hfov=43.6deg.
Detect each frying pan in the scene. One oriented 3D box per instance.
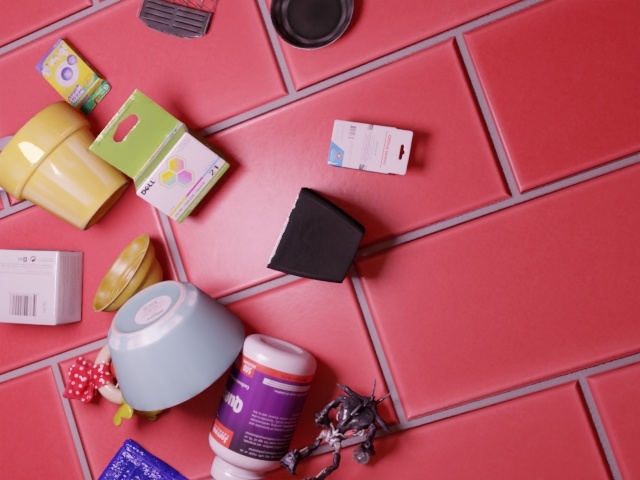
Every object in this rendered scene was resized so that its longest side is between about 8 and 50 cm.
[{"bbox_3d":[0.001,-0.595,1.841,0.197,0.053,0.326,18,92,13],"label":"frying pan"}]

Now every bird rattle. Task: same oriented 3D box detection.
[{"bbox_3d":[-0.482,0.329,1.933,0.254,0.143,0.206,27,84,25],"label":"bird rattle"}]

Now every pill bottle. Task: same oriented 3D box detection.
[{"bbox_3d":[-0.138,0.385,1.792,0.182,0.181,0.322,19,93,13],"label":"pill bottle"}]

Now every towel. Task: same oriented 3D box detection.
[{"bbox_3d":[-0.399,0.635,1.870,0.308,0.076,0.227,31,72,11],"label":"towel"}]

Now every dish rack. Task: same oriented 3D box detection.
[{"bbox_3d":[-0.333,-0.626,1.911,0.208,0.074,0.271,18,94,14],"label":"dish rack"}]

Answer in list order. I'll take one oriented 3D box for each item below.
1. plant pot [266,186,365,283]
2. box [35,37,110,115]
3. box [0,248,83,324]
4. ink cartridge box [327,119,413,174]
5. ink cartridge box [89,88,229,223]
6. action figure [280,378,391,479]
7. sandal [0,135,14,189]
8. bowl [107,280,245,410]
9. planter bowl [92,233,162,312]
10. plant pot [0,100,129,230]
[{"bbox_3d":[0.000,0.000,1.775,0.167,0.188,0.187,24,95,0],"label":"plant pot"},{"bbox_3d":[-0.614,-0.405,1.992,0.179,0.043,0.105,44,99,9],"label":"box"},{"bbox_3d":[-0.692,0.112,1.963,0.181,0.119,0.181,1,89,14],"label":"box"},{"bbox_3d":[0.116,-0.206,1.802,0.180,0.060,0.104,11,91,14],"label":"ink cartridge box"},{"bbox_3d":[-0.369,-0.190,1.832,0.255,0.097,0.188,36,99,-29],"label":"ink cartridge box"},{"bbox_3d":[0.044,0.431,1.776,0.276,0.141,0.164,-41,70,-17],"label":"action figure"},{"bbox_3d":[-0.820,-0.142,2.019,0.102,0.076,0.265,26,84,36],"label":"sandal"},{"bbox_3d":[-0.341,0.205,1.758,0.312,0.311,0.163,-22,119,12],"label":"bowl"},{"bbox_3d":[-0.437,0.098,1.892,0.090,0.217,0.217,37,99,-23],"label":"planter bowl"},{"bbox_3d":[-0.595,-0.160,1.894,0.239,0.254,0.254,41,99,-5],"label":"plant pot"}]
